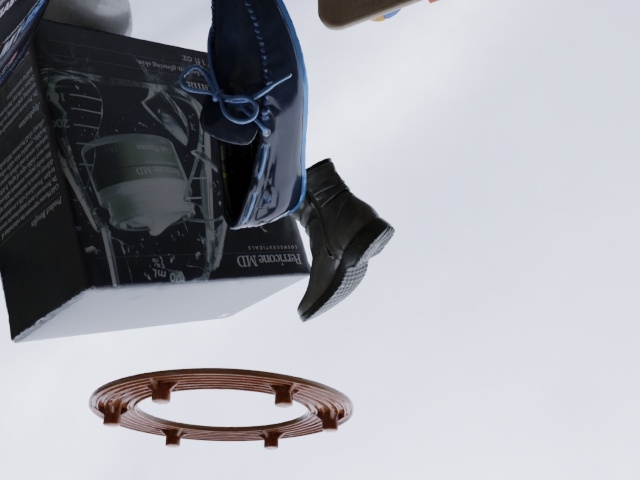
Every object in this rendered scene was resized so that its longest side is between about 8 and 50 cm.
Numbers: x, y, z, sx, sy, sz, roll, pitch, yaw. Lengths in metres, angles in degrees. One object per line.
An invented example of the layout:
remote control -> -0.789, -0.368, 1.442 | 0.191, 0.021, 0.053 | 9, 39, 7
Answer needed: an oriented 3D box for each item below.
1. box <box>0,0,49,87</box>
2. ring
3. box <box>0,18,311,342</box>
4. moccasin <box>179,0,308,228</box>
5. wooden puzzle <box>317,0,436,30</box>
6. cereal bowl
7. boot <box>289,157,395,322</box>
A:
box -> -0.404, -0.253, 0.923 | 0.293, 0.073, 0.295 | -42, -155, 40
ring -> -0.124, 0.227, 0.981 | 0.337, 0.336, 0.032 | -16, -121, 28
box -> -0.330, -0.096, 1.410 | 0.297, 0.480, 0.471 | -28, -107, 40
moccasin -> -0.085, -0.148, 0.931 | 0.117, 0.342, 0.138 | -31, -138, -28
wooden puzzle -> 0.168, -0.549, 1.467 | 0.348, 0.080, 0.322 | -12, -124, 17
cereal bowl -> -0.512, -0.452, 1.392 | 0.339, 0.339, 0.141 | 6, -131, 47
boot -> 0.000, 0.000, 1.160 | 0.083, 0.161, 0.246 | -23, 155, -46
